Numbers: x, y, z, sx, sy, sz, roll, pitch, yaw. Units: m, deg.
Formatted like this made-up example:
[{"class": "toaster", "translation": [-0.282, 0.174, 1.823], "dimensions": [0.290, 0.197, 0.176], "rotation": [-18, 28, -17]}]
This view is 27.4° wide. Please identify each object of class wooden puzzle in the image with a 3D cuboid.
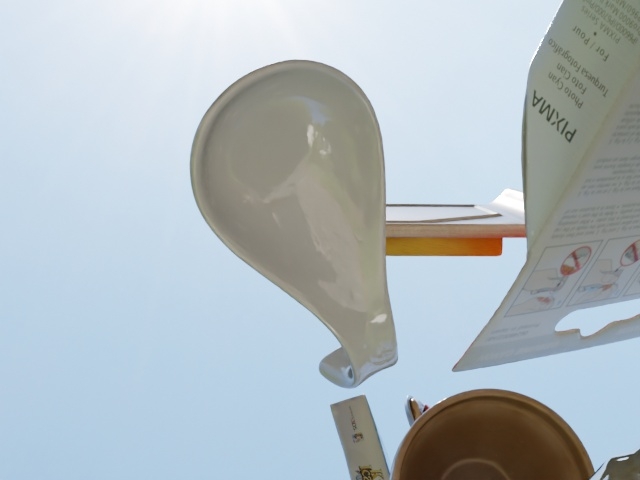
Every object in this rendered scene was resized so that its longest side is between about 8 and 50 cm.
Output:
[{"class": "wooden puzzle", "translation": [0.067, -0.010, 1.113], "dimensions": [0.238, 0.044, 0.221], "rotation": [-5, -174, -3]}]

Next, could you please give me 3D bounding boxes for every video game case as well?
[{"class": "video game case", "translation": [0.096, 0.397, 1.898], "dimensions": [0.061, 0.270, 0.244], "rotation": [-19, -136, 0]}]

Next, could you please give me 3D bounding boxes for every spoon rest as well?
[{"class": "spoon rest", "translation": [0.000, 0.000, 0.914], "dimensions": [0.137, 0.276, 0.084], "rotation": [-31, -144, -12]}]

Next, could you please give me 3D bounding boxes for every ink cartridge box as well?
[{"class": "ink cartridge box", "translation": [0.269, -0.075, 1.030], "dimensions": [0.308, 0.385, 0.091], "rotation": [-6, -134, -38]}]

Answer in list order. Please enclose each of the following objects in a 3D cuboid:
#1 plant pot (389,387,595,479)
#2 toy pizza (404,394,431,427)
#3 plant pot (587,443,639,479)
[{"class": "plant pot", "translation": [0.189, 0.296, 1.507], "dimensions": [0.237, 0.110, 0.237], "rotation": [2, -108, -7]}, {"class": "toy pizza", "translation": [0.166, 0.286, 1.692], "dimensions": [0.201, 0.032, 0.201], "rotation": [60, -172, -14]}, {"class": "plant pot", "translation": [0.344, 0.140, 0.754], "dimensions": [0.333, 0.305, 0.334], "rotation": [32, -169, -7]}]
